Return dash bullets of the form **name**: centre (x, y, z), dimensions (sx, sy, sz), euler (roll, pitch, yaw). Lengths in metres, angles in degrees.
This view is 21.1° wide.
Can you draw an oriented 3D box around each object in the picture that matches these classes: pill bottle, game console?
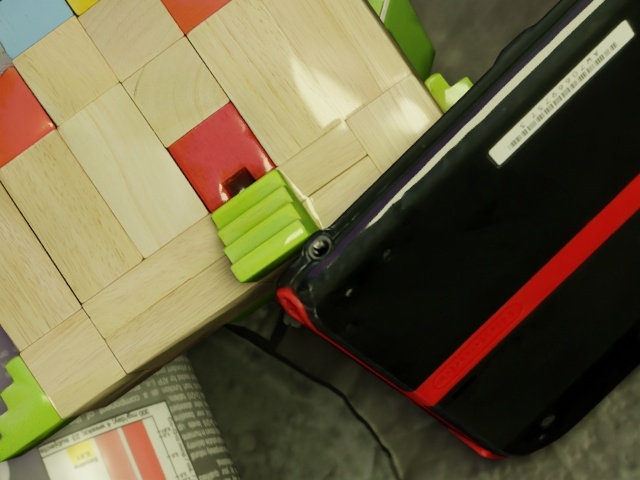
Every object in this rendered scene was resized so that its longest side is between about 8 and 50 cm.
- **pill bottle**: centre (-0.167, 0.169, 1.191), dimensions (0.210, 0.210, 0.363), euler (-27, 78, 11)
- **game console**: centre (0.181, -0.041, 1.061), dimensions (0.386, 0.342, 0.060), euler (-45, 52, 4)

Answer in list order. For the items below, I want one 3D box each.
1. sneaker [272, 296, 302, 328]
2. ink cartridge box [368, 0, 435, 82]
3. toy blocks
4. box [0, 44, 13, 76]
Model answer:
- **sneaker**: centre (0.000, 0.000, 1.248), dimensions (0.276, 0.097, 0.135), euler (21, 86, 25)
- **ink cartridge box**: centre (-0.046, -0.161, 1.218), dimensions (0.188, 0.255, 0.097), euler (10, 75, 22)
- **toy blocks**: centre (-0.102, -0.081, 1.055), dimensions (0.381, 0.191, 0.261), euler (-35, 84, 7)
- **box**: centre (-0.273, -0.145, 1.325), dimensions (0.232, 0.058, 0.322), euler (-10, 54, -5)
